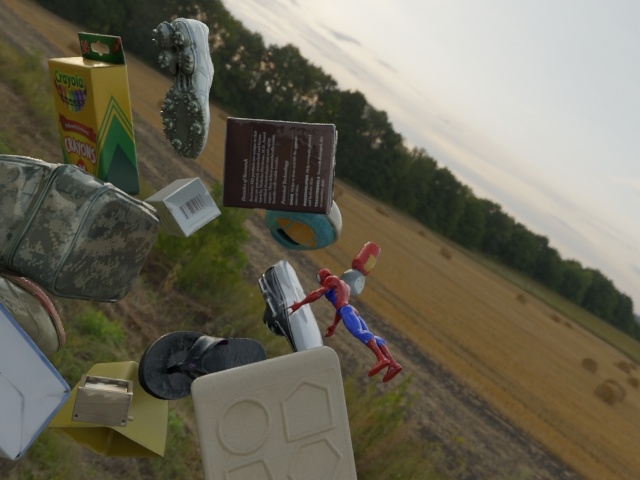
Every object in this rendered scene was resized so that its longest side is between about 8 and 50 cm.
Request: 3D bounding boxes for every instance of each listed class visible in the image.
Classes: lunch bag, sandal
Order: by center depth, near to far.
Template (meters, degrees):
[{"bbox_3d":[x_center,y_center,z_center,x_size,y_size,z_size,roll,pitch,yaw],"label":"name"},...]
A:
[{"bbox_3d":[-0.465,-0.030,1.112,0.256,0.212,0.305,26,-4,9],"label":"lunch bag"},{"bbox_3d":[-0.279,0.312,1.643,0.446,0.107,0.167,6,69,-54],"label":"sandal"}]

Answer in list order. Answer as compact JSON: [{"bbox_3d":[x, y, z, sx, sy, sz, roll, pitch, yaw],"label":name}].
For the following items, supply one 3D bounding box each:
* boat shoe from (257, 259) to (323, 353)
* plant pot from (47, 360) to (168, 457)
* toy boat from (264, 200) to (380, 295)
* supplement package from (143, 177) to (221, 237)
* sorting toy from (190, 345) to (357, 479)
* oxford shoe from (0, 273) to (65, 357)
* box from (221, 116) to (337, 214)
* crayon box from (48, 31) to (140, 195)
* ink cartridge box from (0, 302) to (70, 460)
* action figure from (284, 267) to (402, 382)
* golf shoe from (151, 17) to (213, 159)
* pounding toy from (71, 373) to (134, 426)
[{"bbox_3d":[-0.080,0.173,1.421,0.108,0.102,0.301,48,13,-46],"label":"boat shoe"},{"bbox_3d":[-0.513,0.424,1.592,0.212,0.187,0.212,-9,-39,26],"label":"plant pot"},{"bbox_3d":[0.000,0.000,1.555,0.318,0.148,0.267,36,-21,-9],"label":"toy boat"},{"bbox_3d":[-0.334,-0.080,1.505,0.179,0.105,0.105,8,-48,61],"label":"supplement package"},{"bbox_3d":[-0.052,0.250,0.767,0.193,0.208,0.038,-9,-3,-27],"label":"sorting toy"},{"bbox_3d":[-0.655,0.122,1.214,0.146,0.141,0.397,-81,150,-47],"label":"oxford shoe"},{"bbox_3d":[-0.073,-0.144,1.216,0.203,0.167,0.168,4,7,3],"label":"box"},{"bbox_3d":[-0.471,-0.260,1.295,0.081,0.318,0.202,-19,28,-40],"label":"crayon box"},{"bbox_3d":[-0.663,0.205,1.065,0.396,0.151,0.270,-2,-53,30],"label":"ink cartridge box"},{"bbox_3d":[0.034,0.178,1.268,0.091,0.139,0.280,37,18,-50],"label":"action figure"},{"bbox_3d":[-0.159,-0.193,0.802,0.069,0.176,0.086,14,29,20],"label":"golf shoe"},{"bbox_3d":[-0.462,0.356,1.357,0.130,0.100,0.141,12,-1,-16],"label":"pounding toy"}]
